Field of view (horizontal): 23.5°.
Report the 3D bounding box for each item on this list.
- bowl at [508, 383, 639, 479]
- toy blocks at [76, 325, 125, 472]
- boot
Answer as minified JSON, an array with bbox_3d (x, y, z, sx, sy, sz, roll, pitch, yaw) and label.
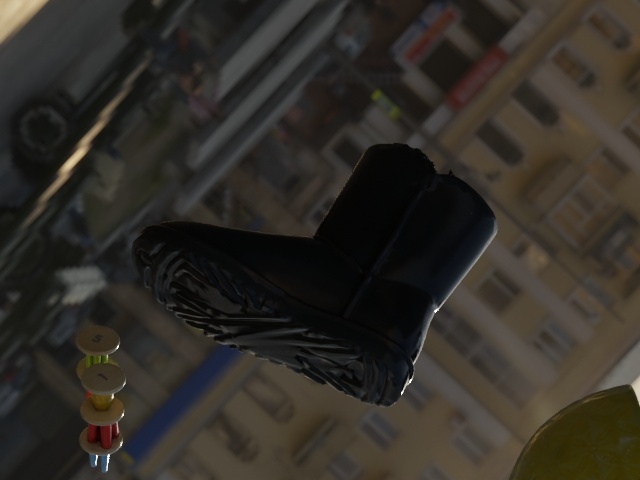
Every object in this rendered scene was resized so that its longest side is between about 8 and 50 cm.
[{"bbox_3d":[0.232,0.283,1.414,0.156,0.289,0.289,-8,-175,6],"label":"bowl"},{"bbox_3d":[-0.270,0.198,1.877,0.123,0.054,0.148,-108,-159,-50],"label":"toy blocks"},{"bbox_3d":[0.000,0.000,1.235,0.207,0.246,0.094,-59,170,-37],"label":"boot"}]
